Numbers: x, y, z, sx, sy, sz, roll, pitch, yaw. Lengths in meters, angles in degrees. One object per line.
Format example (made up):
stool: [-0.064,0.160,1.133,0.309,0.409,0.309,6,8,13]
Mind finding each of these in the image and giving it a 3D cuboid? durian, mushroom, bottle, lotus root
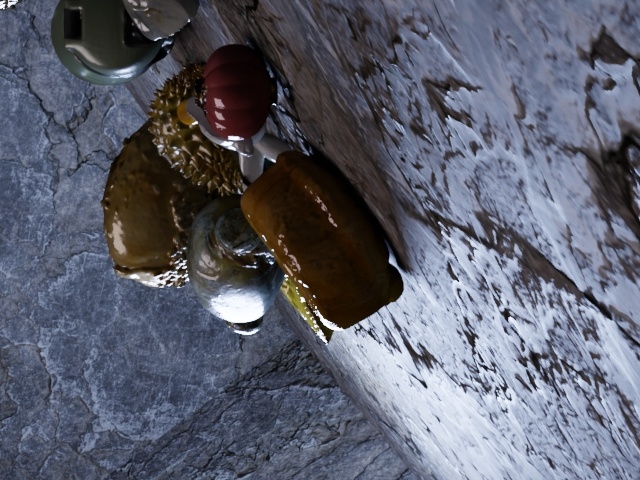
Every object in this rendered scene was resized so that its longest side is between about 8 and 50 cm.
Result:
durian: [-0.186,-0.163,1.999,0.183,0.138,0.249,36,170,42]
mushroom: [-0.220,-0.335,1.510,0.092,0.081,0.223,50,172,45]
bottle: [-0.301,-0.305,1.875,0.168,0.168,0.347,55,173,-14]
lotus root: [-0.138,0.039,2.126,0.175,0.175,0.349,51,160,21]

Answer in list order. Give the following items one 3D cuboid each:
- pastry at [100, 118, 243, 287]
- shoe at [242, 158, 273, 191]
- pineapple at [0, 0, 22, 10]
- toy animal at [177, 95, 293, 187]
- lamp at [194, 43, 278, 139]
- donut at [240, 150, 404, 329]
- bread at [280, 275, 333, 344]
pastry: [-0.235,-0.065,2.226,0.184,0.315,0.284,15,170,26]
shoe: [-0.061,-0.073,1.884,0.143,0.064,0.071,42,150,37]
pineapple: [-0.361,-0.376,1.495,0.202,0.202,0.362,55,-156,-11]
toy animal: [-0.111,-0.134,1.649,0.182,0.131,0.127,32,-138,-80]
lamp: [-0.094,-0.165,1.447,0.107,0.092,0.107,178,90,-85]
donut: [0.000,0.000,1.564,0.226,0.114,0.226,53,176,6]
bread: [-0.034,0.062,2.294,0.233,0.088,0.161,59,168,-19]
